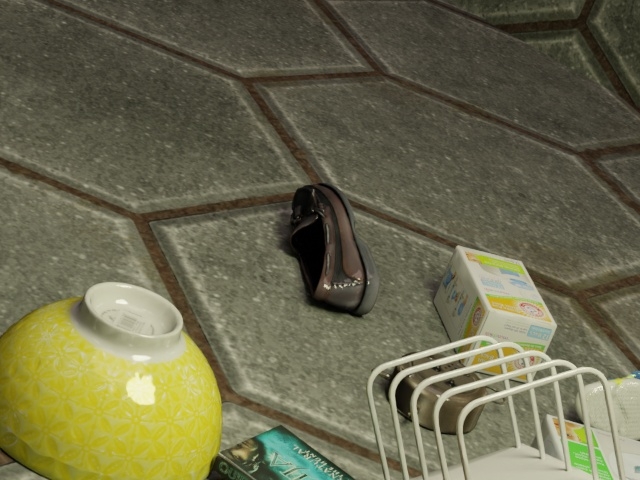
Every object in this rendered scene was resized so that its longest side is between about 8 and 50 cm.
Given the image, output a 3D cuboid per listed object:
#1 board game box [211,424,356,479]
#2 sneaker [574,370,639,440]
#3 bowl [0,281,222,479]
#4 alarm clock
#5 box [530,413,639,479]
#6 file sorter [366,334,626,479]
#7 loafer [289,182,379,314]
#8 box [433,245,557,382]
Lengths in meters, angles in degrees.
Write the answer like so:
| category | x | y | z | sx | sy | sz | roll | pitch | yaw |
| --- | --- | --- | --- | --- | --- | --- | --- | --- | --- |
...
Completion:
| category | x | y | z | sx | sy | sz | roll | pitch | yaw |
| --- | --- | --- | --- | --- | --- | --- | --- | --- | --- |
| board game box | -0.015 | 0.282 | 1.827 | 0.186 | 0.026 | 0.126 | 33 | 25 | 24 |
| sneaker | 0.448 | 0.234 | 2.327 | 0.240 | 0.091 | 0.126 | 10 | 7 | -24 |
| bowl | -0.230 | 0.141 | 1.824 | 0.290 | 0.156 | 0.289 | 18 | 22 | -8 |
| alarm clock | 0.173 | 0.200 | 2.170 | 0.192 | 0.064 | 0.129 | 9 | 25 | -35 |
| box | 0.382 | 0.349 | 1.937 | 0.262 | 0.126 | 0.231 | 18 | 21 | -11 |
| file sorter | 0.188 | 0.218 | 1.797 | 0.193 | 0.173 | 0.278 | -15 | 9 | -18 |
| loafer | 0.000 | 0.000 | 2.413 | 0.095 | 0.109 | 0.302 | 6 | 30 | -23 |
| box | 0.254 | 0.108 | 2.386 | 0.114 | 0.103 | 0.203 | 14 | 24 | -16 |
